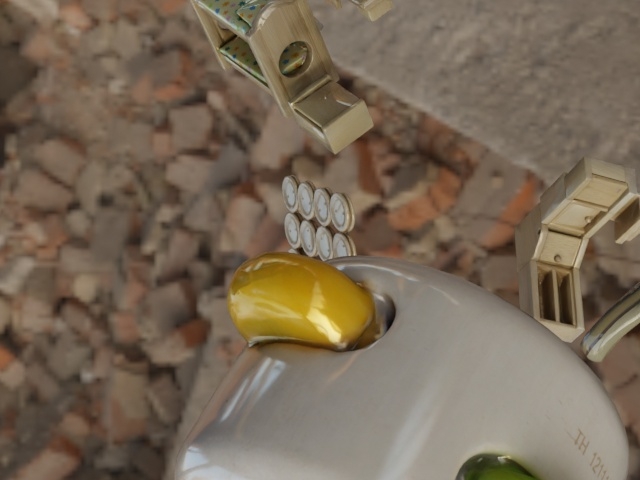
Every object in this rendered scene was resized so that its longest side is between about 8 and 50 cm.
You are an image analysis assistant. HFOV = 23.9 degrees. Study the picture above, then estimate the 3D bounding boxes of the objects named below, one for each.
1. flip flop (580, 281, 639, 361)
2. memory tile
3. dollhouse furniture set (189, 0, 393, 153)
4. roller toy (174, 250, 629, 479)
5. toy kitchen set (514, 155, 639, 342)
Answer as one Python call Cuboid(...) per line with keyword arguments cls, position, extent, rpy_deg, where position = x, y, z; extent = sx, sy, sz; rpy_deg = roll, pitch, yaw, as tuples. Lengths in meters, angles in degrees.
Cuboid(cls="flip flop", position=(0.357, 0.045, 1.447), extent=(0.080, 0.112, 0.277), rpy_deg=(50, 129, 11))
Cuboid(cls="memory tile", position=(0.000, 0.000, 1.441), extent=(0.148, 0.012, 0.113), rpy_deg=(23, 120, 62))
Cuboid(cls="dollhouse furniture set", position=(0.008, -0.190, 1.242), extent=(0.182, 0.161, 0.101), rpy_deg=(40, 162, 44))
Cuboid(cls="roller toy", position=(0.040, 0.105, 0.721), extent=(0.209, 0.146, 0.191), rpy_deg=(27, 152, 11))
Cuboid(cls="toy kitchen set", position=(0.163, 0.009, 0.872), extent=(0.083, 0.068, 0.075), rpy_deg=(127, 151, -52))
